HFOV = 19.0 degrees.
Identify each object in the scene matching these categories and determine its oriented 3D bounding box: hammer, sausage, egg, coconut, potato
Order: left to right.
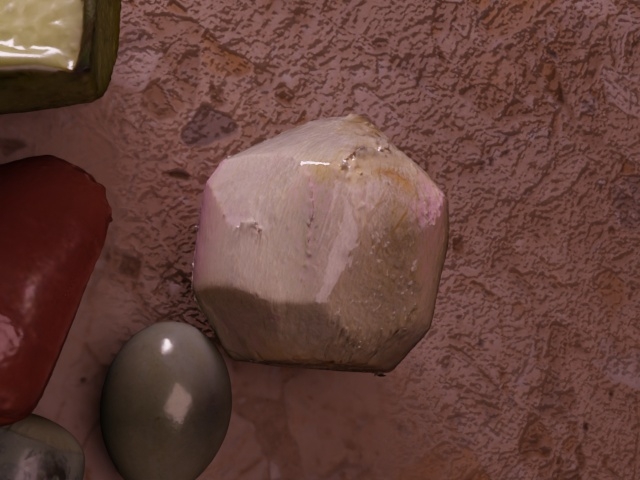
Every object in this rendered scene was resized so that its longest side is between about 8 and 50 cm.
[{"bbox_3d":[-0.306,-0.224,1.560,0.280,0.212,0.330,1,63,-4],"label":"potato"},{"bbox_3d":[-0.263,0.042,1.568,0.148,0.148,0.254,33,50,-23],"label":"sausage"},{"bbox_3d":[-0.191,0.277,1.631,0.305,0.113,0.202,25,78,-30],"label":"hammer"},{"bbox_3d":[-0.135,0.146,1.657,0.114,0.114,0.152,13,85,-27],"label":"egg"},{"bbox_3d":[0.001,0.000,1.684,0.227,0.227,0.230,8,84,-28],"label":"coconut"}]
